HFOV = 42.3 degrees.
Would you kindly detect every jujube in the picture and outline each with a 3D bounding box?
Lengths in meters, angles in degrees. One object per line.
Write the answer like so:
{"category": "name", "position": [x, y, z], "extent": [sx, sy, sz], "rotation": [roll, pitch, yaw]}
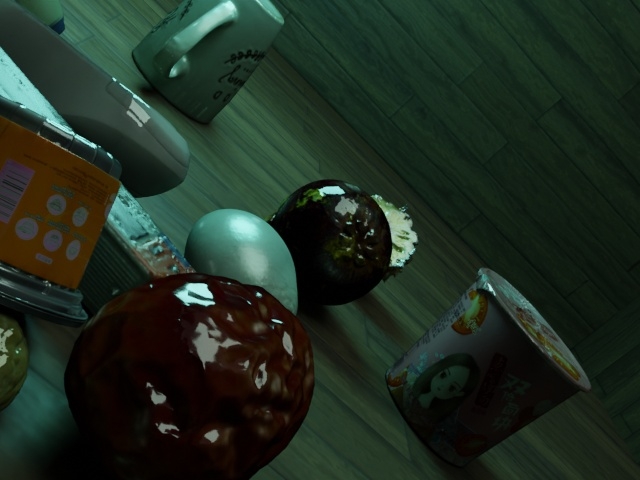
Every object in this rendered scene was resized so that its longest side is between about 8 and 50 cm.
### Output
{"category": "jujube", "position": [-0.096, 0.111, 0.658], "extent": [0.174, 0.174, 0.250], "rotation": [49, 9, 5]}

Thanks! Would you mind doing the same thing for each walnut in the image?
{"category": "walnut", "position": [-0.231, 0.077, 0.528], "extent": [0.092, 0.092, 0.092], "rotation": [44, 15, -15]}

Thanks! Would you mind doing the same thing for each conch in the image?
{"category": "conch", "position": [-0.089, 0.046, 0.992], "extent": [0.221, 0.121, 0.184], "rotation": [-108, -178, -68]}

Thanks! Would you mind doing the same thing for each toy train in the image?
{"category": "toy train", "position": [-0.264, -0.061, 0.779], "extent": [0.409, 0.086, 0.089], "rotation": [49, 22, 3]}

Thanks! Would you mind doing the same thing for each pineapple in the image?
{"category": "pineapple", "position": [0.081, 0.015, 1.521], "extent": [0.176, 0.137, 0.161], "rotation": [-13, 66, -29]}

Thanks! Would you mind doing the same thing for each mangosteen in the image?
{"category": "mangosteen", "position": [0.000, 0.000, 1.256], "extent": [0.192, 0.192, 0.217], "rotation": [40, -15, -29]}

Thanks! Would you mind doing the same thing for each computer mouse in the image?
{"category": "computer mouse", "position": [-0.274, -0.141, 0.909], "extent": [0.297, 0.121, 0.184], "rotation": [36, -1, 17]}

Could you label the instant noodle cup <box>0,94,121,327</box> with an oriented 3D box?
{"category": "instant noodle cup", "position": [-0.226, -0.031, 0.601], "extent": [0.178, 0.125, 0.208], "rotation": [26, -6, -1]}

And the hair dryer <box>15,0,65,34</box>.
{"category": "hair dryer", "position": [-0.455, -0.408, 1.047], "extent": [0.298, 0.119, 0.296], "rotation": [51, -7, 42]}

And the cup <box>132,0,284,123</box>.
{"category": "cup", "position": [-0.197, -0.347, 1.443], "extent": [0.186, 0.234, 0.258], "rotation": [47, 16, -2]}

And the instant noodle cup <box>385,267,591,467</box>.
{"category": "instant noodle cup", "position": [0.246, 0.203, 1.270], "extent": [0.243, 0.231, 0.243], "rotation": [43, 14, -14]}
